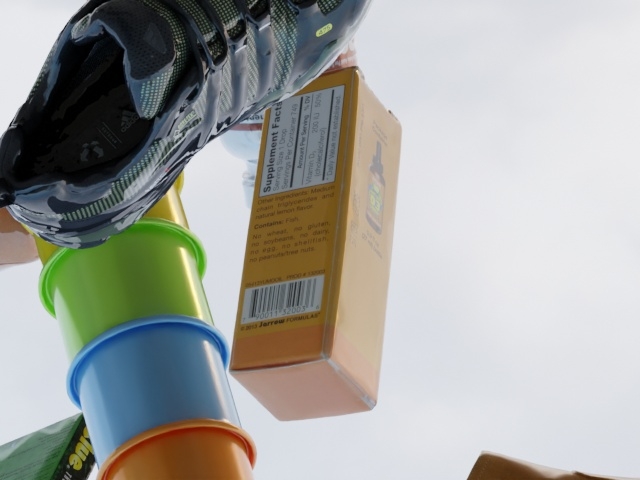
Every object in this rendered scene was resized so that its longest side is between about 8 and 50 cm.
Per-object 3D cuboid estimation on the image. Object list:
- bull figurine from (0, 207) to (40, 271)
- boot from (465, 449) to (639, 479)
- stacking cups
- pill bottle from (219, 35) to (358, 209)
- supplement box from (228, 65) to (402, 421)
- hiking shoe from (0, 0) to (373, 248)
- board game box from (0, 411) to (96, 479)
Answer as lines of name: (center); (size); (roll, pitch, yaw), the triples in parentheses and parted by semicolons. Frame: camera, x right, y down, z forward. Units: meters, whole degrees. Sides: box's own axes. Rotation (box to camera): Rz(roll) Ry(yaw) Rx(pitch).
bull figurine: (-0.275, -0.037, 0.928); (0.188, 0.101, 0.310); (50, -157, 24)
boot: (0.223, 0.202, 1.374); (0.211, 0.104, 0.295); (25, -132, 15)
stacking cups: (-0.072, 0.087, 0.882); (0.096, 0.096, 0.316); (-10, -128, -17)
pill bottle: (-0.029, -0.137, 1.443); (0.121, 0.216, 0.121); (-7, -166, 2)
supplement box: (0.000, 0.000, 1.203); (0.080, 0.078, 0.233); (-9, -126, 27)
hiking shoe: (-0.051, -0.084, 0.755); (0.086, 0.227, 0.114); (42, -178, 3)
board game box: (-0.256, 0.197, 1.137); (0.260, 0.030, 0.136); (-24, -156, 31)
